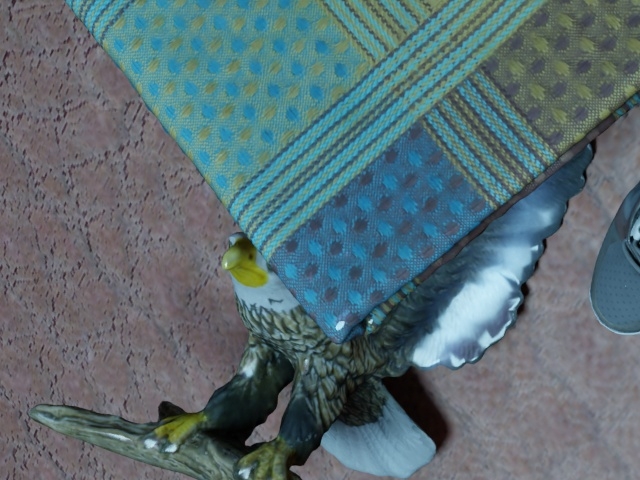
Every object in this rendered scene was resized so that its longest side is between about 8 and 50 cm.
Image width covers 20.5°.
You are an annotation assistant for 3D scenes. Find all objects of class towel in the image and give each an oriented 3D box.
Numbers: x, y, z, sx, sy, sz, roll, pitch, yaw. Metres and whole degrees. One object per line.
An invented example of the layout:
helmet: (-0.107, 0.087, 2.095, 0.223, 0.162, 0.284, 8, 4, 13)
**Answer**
towel: (0.003, -0.169, 0.857, 0.271, 0.040, 0.370, -40, 69, 6)

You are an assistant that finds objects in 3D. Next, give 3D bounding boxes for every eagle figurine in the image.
eagle figurine: (0.000, -0.001, 0.949, 0.226, 0.225, 0.298, 21, 85, -11)

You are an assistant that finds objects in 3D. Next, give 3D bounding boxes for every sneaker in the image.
sneaker: (0.170, -0.013, 0.858, 0.061, 0.065, 0.158, 44, 125, 20)
